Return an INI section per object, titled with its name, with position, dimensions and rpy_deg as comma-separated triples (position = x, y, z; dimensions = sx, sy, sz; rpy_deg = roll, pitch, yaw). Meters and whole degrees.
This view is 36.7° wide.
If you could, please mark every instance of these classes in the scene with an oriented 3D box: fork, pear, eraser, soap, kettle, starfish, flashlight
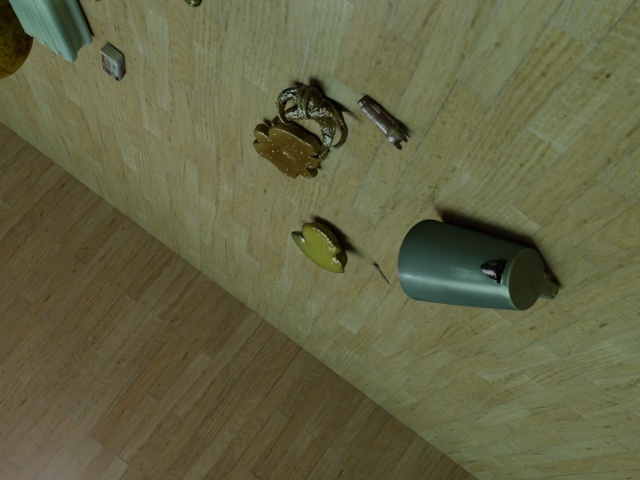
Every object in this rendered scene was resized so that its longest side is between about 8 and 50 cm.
[fork]
position = 0.147, 0.081, 2.383
dimensions = 0.016, 0.012, 0.115
rpy_deg = 29, 167, 41
[pear]
position = -0.850, -0.526, 2.387
dimensions = 0.280, 0.281, 0.281
rpy_deg = 34, 164, 12
[eraser]
position = -0.498, -0.426, 2.313
dimensions = 0.052, 0.029, 0.122
rpy_deg = 37, 164, 1
[soap]
position = -0.623, -0.534, 2.175
dimensions = 0.159, 0.087, 0.265
rpy_deg = 34, 163, 13
[kettle]
position = 0.301, 0.063, 1.797
dimensions = 0.243, 0.160, 0.210
rpy_deg = 12, 169, 44
[starfish]
position = -0.021, -0.221, 1.786
dimensions = 0.146, 0.074, 0.190
rpy_deg = 46, 162, -22
[flashlight]
position = 0.108, -0.203, 1.643
dimensions = 0.110, 0.052, 0.031
rpy_deg = 45, 127, -5

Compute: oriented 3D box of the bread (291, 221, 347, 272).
[bread]
position = 0.000, 0.000, 2.391
dimensions = 0.187, 0.065, 0.149
rpy_deg = 24, 149, 47

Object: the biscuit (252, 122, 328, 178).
[biscuit]
position = -0.063, -0.195, 2.021
dimensions = 0.166, 0.036, 0.225
rpy_deg = 39, 161, -8

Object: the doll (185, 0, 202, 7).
[doll]
position = -0.199, -0.446, 1.537
dimensions = 0.209, 0.097, 0.137
rpy_deg = 15, 115, 38
